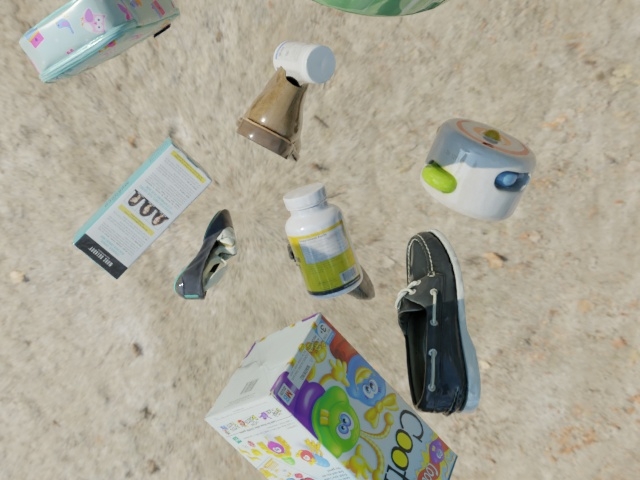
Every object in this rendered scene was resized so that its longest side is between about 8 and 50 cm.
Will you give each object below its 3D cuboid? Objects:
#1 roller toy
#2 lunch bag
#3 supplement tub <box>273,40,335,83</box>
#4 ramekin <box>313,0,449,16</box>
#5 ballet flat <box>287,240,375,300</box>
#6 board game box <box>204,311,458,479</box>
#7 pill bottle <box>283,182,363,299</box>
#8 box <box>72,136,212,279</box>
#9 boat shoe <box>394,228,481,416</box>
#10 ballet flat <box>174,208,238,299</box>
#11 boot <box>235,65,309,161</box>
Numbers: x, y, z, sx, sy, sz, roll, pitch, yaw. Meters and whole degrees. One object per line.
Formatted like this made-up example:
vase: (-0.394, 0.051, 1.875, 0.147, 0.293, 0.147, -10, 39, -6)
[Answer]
roller toy: (0.295, -0.140, 1.508, 0.191, 0.209, 0.146, 22, 115, 2)
lunch bag: (-0.389, -0.379, 1.449, 0.224, 0.279, 0.108, -26, 104, 23)
supplement tub: (-0.030, -0.323, 1.467, 0.071, 0.107, 0.071, -14, 115, -34)
ramekin: (0.045, -0.315, 0.590, 0.303, 0.148, 0.304, 7, 71, -21)
ballet flat: (0.020, 0.055, 1.540, 0.058, 0.084, 0.250, -34, 139, 21)
board game box: (0.019, 0.249, 1.024, 0.275, 0.144, 0.142, 47, 46, -14)
pill bottle: (0.000, 0.000, 1.386, 0.103, 0.103, 0.184, -20, 107, -4)
box: (-0.310, -0.056, 1.412, 0.244, 0.060, 0.100, -45, 114, 2)
boat shoe: (0.159, 0.110, 1.198, 0.091, 0.114, 0.303, 3, 51, -16)
ballet flat: (-0.191, 0.028, 1.480, 0.074, 0.074, 0.203, 31, 56, -6)
boot: (-0.059, -0.190, 1.224, 0.112, 0.305, 0.115, 26, 94, -8)
